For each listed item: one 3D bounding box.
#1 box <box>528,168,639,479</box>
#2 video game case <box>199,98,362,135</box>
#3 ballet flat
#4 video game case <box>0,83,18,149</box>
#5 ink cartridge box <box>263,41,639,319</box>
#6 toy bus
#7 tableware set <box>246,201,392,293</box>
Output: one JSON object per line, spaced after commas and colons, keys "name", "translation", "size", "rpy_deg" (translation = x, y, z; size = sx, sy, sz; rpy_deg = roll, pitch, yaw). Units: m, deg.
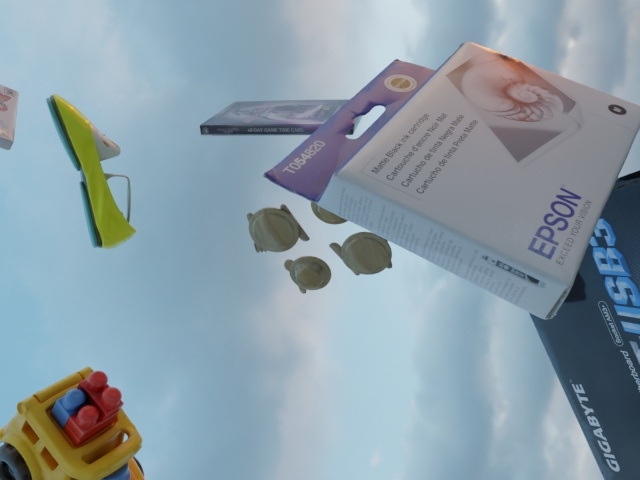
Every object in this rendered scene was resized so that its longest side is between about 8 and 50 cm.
{"name": "box", "translation": [0.310, 0.078, 0.451], "size": [0.073, 0.293, 0.295], "rpy_deg": [-20, -94, -26]}
{"name": "video game case", "translation": [-0.061, -0.233, 1.040], "size": [0.196, 0.275, 0.026], "rpy_deg": [-67, -23, -62]}
{"name": "ballet flat", "translation": [-0.322, -0.101, 0.801], "size": [0.077, 0.077, 0.230], "rpy_deg": [-19, -71, -23]}
{"name": "video game case", "translation": [-0.460, -0.181, 0.682], "size": [0.157, 0.143, 0.019], "rpy_deg": [21, -62, -37]}
{"name": "ink cartridge box", "translation": [0.108, -0.076, 0.424], "size": [0.223, 0.224, 0.045], "rpy_deg": [-49, -24, -36]}
{"name": "toy bus", "translation": [-0.320, 0.286, 0.767], "size": [0.220, 0.211, 0.149], "rpy_deg": [47, -149, 11]}
{"name": "tableware set", "translation": [0.000, 0.000, 0.686], "size": [0.141, 0.169, 0.020], "rpy_deg": [59, -157, -25]}
